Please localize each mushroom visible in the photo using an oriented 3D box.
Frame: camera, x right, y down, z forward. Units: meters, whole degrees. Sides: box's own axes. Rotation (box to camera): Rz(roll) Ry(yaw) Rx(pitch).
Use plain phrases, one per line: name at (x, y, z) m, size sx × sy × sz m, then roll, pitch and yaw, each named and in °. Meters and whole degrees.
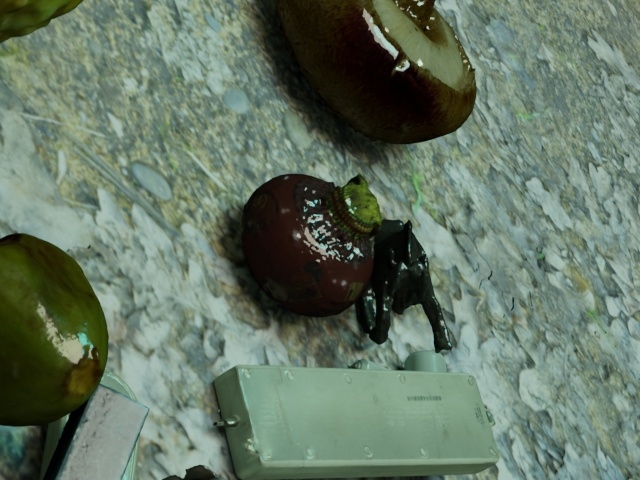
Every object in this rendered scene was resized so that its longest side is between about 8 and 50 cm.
mushroom at (0.070, -0.245, 1.837) m, size 0.297 × 0.163 × 0.278 m, roll 40°, pitch 45°, yaw -28°

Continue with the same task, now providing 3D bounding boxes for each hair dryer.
hair dryer at (0.083, 0.150, 1.637) m, size 0.137 × 0.047 × 0.082 m, roll 24°, pitch 47°, yaw -34°

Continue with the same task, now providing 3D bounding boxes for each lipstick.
lipstick at (-0.204, 0.249, 1.089) m, size 0.051 × 0.051 × 0.312 m, roll 31°, pitch 54°, yaw -17°

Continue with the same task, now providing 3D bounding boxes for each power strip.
power strip at (0.038, 0.180, 1.499) m, size 0.367 × 0.043 × 0.106 m, roll 7°, pitch 58°, yaw -42°

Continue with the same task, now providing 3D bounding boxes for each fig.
fig at (-0.230, 0.073, 1.157) m, size 0.144 × 0.154 × 0.166 m, roll -35°, pitch 53°, yaw -22°

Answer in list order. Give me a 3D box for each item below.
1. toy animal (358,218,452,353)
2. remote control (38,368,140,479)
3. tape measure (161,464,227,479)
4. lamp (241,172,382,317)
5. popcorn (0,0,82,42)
toy animal at (0.086, 0.032, 1.634) m, size 0.232 × 0.085 × 0.148 m, roll -114°, pitch -159°, yaw -69°
remote control at (-0.189, 0.200, 1.204) m, size 0.078 × 0.042 × 0.221 m, roll 30°, pitch 41°, yaw -29°
tape measure at (-0.080, 0.328, 1.184) m, size 0.197 × 0.120 × 0.236 m, roll 48°, pitch 36°, yaw -25°
lamp at (-0.003, -0.003, 1.546) m, size 0.156 × 0.135 × 0.157 m, roll 34°, pitch 42°, yaw -35°
popcorn at (-0.296, -0.293, 1.260) m, size 0.282 × 0.282 × 0.247 m, roll 39°, pitch 6°, yaw -30°
